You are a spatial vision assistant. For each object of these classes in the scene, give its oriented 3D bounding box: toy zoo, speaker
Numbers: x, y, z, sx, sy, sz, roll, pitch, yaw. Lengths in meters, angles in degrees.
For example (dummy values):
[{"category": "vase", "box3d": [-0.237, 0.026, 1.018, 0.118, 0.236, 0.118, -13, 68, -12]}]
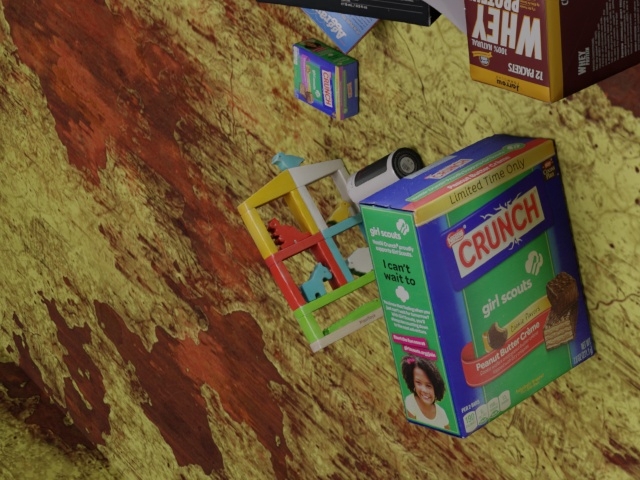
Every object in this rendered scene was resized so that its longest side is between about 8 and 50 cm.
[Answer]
[{"category": "toy zoo", "box3d": [0.000, 0.000, 2.405, 0.293, 0.192, 0.030, 61, 148, 4]}, {"category": "speaker", "box3d": [0.093, -0.092, 2.335, 0.136, 0.055, 0.055, -25, 90, 59]}]

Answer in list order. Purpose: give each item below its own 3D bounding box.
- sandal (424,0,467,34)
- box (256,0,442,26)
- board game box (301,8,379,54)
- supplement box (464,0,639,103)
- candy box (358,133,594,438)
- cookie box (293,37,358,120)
[{"category": "sandal", "box3d": [0.177, -0.325, 1.952, 0.265, 0.076, 0.102, 35, 135, 8]}, {"category": "box", "box3d": [0.042, -0.397, 2.072, 0.261, 0.103, 0.184, 13, 127, 25]}, {"category": "board game box", "box3d": [-0.016, -0.403, 2.190, 0.281, 0.027, 0.145, 46, 127, -1]}, {"category": "supplement box", "box3d": [0.275, -0.284, 1.800, 0.129, 0.194, 0.191, 24, 131, 46]}, {"category": "candy box", "box3d": [0.208, 0.052, 2.065, 0.122, 0.268, 0.317, 7, 117, 50]}, {"category": "cookie box", "box3d": [0.008, -0.240, 2.368, 0.107, 0.040, 0.091, 31, 135, 41]}]
